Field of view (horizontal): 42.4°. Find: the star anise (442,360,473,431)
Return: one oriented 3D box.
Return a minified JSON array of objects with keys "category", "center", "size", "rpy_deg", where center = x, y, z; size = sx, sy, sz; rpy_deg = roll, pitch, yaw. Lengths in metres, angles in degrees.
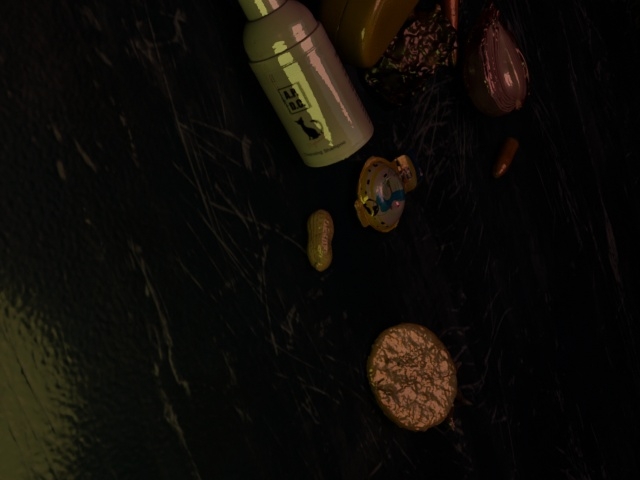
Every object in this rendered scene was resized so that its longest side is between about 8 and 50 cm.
[{"category":"star anise","center":[0.238,0.310,1.714],"size":[0.180,0.061,0.204],"rpy_deg":[49,45,-6]}]

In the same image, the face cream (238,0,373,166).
[{"category":"face cream","center":[-0.051,-0.313,1.407],"size":[0.369,0.145,0.145],"rpy_deg":[58,43,-26]}]

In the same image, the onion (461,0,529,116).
[{"category":"onion","center":[0.421,-0.451,2.066],"size":[0.227,0.120,0.283],"rpy_deg":[-28,109,-49]}]

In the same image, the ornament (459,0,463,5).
[{"category":"ornament","center":[0.330,-0.649,2.066],"size":[0.073,0.028,0.125],"rpy_deg":[-29,107,-51]}]

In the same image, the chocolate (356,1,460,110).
[{"category":"chocolate","center":[0.195,-0.401,1.707],"size":[0.206,0.177,0.224],"rpy_deg":[-26,102,-47]}]

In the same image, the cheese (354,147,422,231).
[{"category":"cheese","center":[0.142,-0.111,1.681],"size":[0.250,0.064,0.156],"rpy_deg":[-44,119,-44]}]

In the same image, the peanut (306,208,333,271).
[{"category":"peanut","center":[0.000,0.000,1.487],"size":[0.054,0.054,0.113],"rpy_deg":[12,76,-51]}]

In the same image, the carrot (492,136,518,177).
[{"category":"carrot","center":[0.482,-0.213,2.161],"size":[0.048,0.048,0.139],"rpy_deg":[57,44,-29]}]

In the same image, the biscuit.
[{"category":"biscuit","center":[0.184,0.268,1.633],"size":[0.220,0.033,0.220],"rpy_deg":[10,70,-29]}]

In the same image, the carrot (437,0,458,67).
[{"category":"carrot","center":[0.311,-0.550,2.011],"size":[0.061,0.061,0.256],"rpy_deg":[-7,99,-53]}]

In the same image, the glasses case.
[{"category":"glasses case","center":[0.115,-0.515,1.607],"size":[0.371,0.141,0.173],"rpy_deg":[-58,160,-20]}]
